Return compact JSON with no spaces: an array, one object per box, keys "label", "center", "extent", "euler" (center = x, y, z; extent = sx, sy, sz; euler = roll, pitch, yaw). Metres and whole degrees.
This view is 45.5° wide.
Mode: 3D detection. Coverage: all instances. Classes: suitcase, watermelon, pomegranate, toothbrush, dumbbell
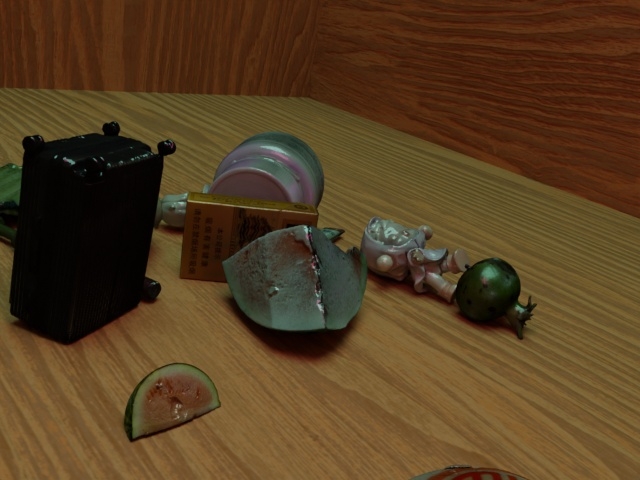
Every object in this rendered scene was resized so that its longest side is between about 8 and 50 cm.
[{"label":"suitcase","center":[-0.394,-0.017,1.310],"extent":[0.152,0.335,0.229],"euler":[20,21,17]},{"label":"watermelon","center":[-0.054,0.050,1.463],"extent":[0.289,0.214,0.320],"euler":[16,31,24]},{"label":"watermelon","center":[-0.234,0.231,1.126],"extent":[0.069,0.087,0.163],"euler":[-24,-10,42]},{"label":"pomegranate","center":[0.373,0.111,1.611],"extent":[0.169,0.148,0.148],"euler":[22,22,14]},{"label":"toothbrush","center":[-0.463,0.047,1.544],"extent":[0.364,0.041,0.041],"euler":[19,21,29]},{"label":"dumbbell","center":[-0.664,-0.017,1.619],"extent":[0.118,0.046,0.052],"euler":[19,27,26]}]

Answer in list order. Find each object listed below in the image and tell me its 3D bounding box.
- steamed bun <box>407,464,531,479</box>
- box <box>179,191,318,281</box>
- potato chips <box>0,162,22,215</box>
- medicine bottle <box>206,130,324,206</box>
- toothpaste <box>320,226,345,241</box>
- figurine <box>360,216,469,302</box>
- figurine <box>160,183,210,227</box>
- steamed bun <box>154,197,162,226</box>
[{"label":"steamed bun","center":[0.175,0.343,0.790],"extent":[0.283,0.177,0.283],"euler":[8,20,-3]},{"label":"box","center":[-0.152,0.000,1.614],"extent":[0.274,0.174,0.076],"euler":[6,20,-9]},{"label":"potato chips","center":[-0.750,-0.114,1.834],"extent":[0.358,0.070,0.429],"euler":[8,18,5]},{"label":"medicine bottle","center":[-0.132,-0.111,1.815],"extent":[0.256,0.256,0.325],"euler":[11,20,4]},{"label":"toothpaste","center":[0.000,0.000,1.897],"extent":[0.062,0.039,0.239],"euler":[8,16,17]},{"label":"figurine","center":[0.205,0.041,1.737],"extent":[0.276,0.133,0.200],"euler":[26,42,32]},{"label":"figurine","center":[-0.335,-0.067,1.838],"extent":[0.153,0.132,0.132],"euler":[-2,19,4]},{"label":"steamed bun","center":[-0.472,-0.087,1.611],"extent":[0.275,0.206,0.320],"euler":[8,4,2]}]
